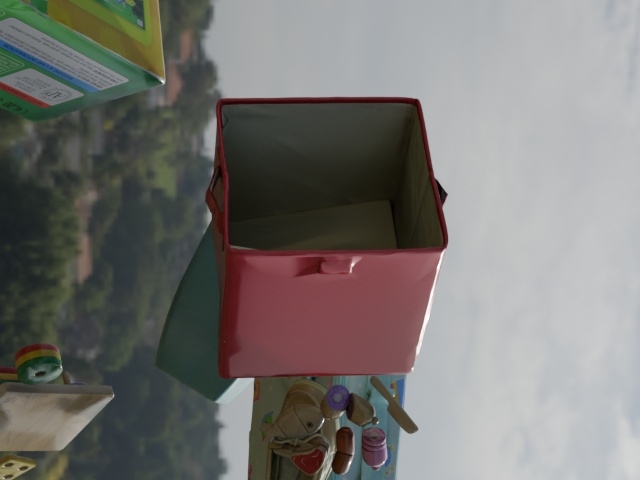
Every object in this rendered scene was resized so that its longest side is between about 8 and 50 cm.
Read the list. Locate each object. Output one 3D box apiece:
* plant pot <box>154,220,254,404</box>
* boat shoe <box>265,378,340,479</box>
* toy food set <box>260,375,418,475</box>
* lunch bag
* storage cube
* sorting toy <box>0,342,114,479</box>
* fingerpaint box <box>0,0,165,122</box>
[{"bbox_3d":[-0.128,0.110,1.931,0.234,0.165,0.166,-59,170,-4],"label":"plant pot"},{"bbox_3d":[-0.022,0.191,1.112,0.048,0.056,0.153,-30,135,-65],"label":"boat shoe"},{"bbox_3d":[0.014,0.155,1.051,0.078,0.122,0.019,51,35,-9],"label":"toy food set"},{"bbox_3d":[0.004,0.206,1.410,0.224,0.108,0.279,-177,-90,-69],"label":"lunch bag"},{"bbox_3d":[0.000,0.000,1.224,0.193,0.215,0.184,100,-13,-50],"label":"storage cube"},{"bbox_3d":[-0.320,0.184,1.460,0.274,0.132,0.046,-45,-128,38],"label":"sorting toy"},{"bbox_3d":[-0.325,-0.343,1.101,0.445,0.163,0.371,23,57,-62],"label":"fingerpaint box"}]
